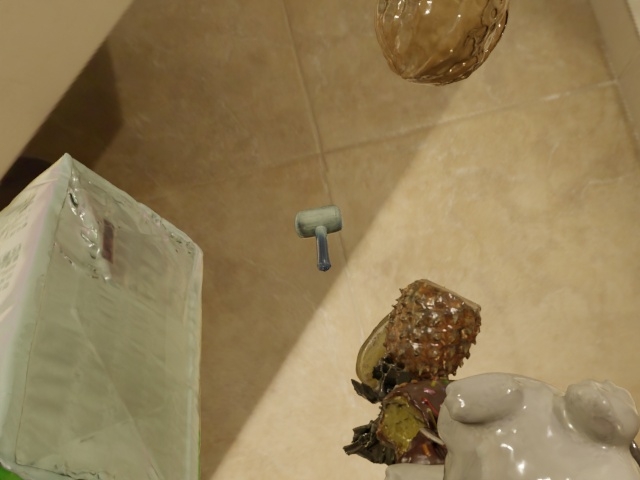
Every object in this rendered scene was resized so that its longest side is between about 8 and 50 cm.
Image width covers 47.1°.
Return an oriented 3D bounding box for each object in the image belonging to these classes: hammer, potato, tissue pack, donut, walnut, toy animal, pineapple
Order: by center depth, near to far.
[{"bbox_3d":[0.118,0.243,0.511,0.209,0.154,0.324,9,96,46],"label":"toy animal"},{"bbox_3d":[-0.302,0.171,0.655,0.405,0.205,0.331,-34,39,20],"label":"tissue pack"},{"bbox_3d":[0.159,0.223,0.759,0.216,0.230,0.095,13,105,11],"label":"donut"},{"bbox_3d":[0.182,-0.344,1.101,0.198,0.198,0.244,25,89,9],"label":"walnut"},{"bbox_3d":[0.135,0.216,1.173,0.170,0.141,0.309,24,92,-27],"label":"pineapple"},{"bbox_3d":[0.192,0.226,1.591,0.141,0.192,0.296,51,120,42],"label":"potato"},{"bbox_3d":[0.000,0.000,1.680,0.116,0.069,0.193,-10,45,5],"label":"hammer"}]
